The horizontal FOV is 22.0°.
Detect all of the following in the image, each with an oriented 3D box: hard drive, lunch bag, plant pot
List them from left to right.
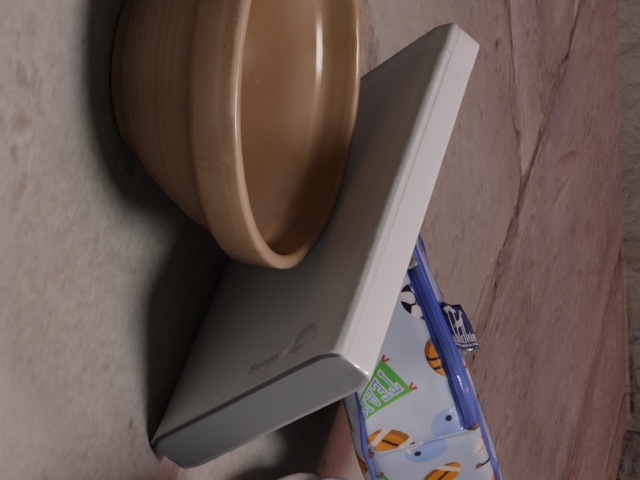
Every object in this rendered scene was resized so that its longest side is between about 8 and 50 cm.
[{"bbox_3d":[-0.059,-0.104,1.029,0.237,0.110,0.237,5,90,-73],"label":"plant pot"},{"bbox_3d":[0.000,0.000,1.145,0.040,0.203,0.307,39,48,-20],"label":"hard drive"},{"bbox_3d":[0.066,0.103,1.387,0.303,0.115,0.243,74,-1,-53],"label":"lunch bag"}]

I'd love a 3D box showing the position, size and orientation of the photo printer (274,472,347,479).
[{"bbox_3d":[-0.026,0.337,1.281,0.256,0.107,0.307,5,91,-73],"label":"photo printer"}]
